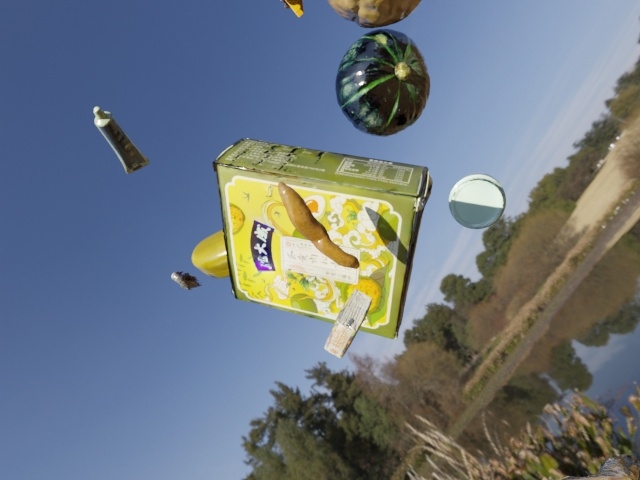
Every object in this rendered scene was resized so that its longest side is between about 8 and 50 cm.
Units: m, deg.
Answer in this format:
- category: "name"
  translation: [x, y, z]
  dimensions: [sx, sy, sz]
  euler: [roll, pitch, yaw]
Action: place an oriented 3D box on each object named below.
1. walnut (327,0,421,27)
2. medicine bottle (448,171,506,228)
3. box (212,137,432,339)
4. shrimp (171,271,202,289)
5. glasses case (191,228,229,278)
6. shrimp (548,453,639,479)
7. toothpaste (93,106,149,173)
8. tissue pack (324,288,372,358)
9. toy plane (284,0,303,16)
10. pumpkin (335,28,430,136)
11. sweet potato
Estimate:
- category: "walnut"
  translation: [0.100, -0.583, 0.879]
  dimensions: [0.285, 0.297, 0.285]
  euler: [-27, 0, 0]
- category: "medicine bottle"
  translation: [0.478, -0.126, 1.351]
  dimensions: [0.158, 0.158, 0.318]
  euler: [-59, -12, 20]
- category: "box"
  translation: [0.000, 0.000, 0.958]
  dimensions: [0.138, 0.419, 0.373]
  euler: [-60, -22, -49]
- category: "shrimp"
  translation: [-0.500, 0.155, 1.679]
  dimensions: [0.057, 0.065, 0.165]
  euler: [-57, -21, -8]
- category: "glasses case"
  translation: [-0.333, 0.027, 1.709]
  dimensions: [0.370, 0.174, 0.141]
  euler: [-22, -42, 19]
- category: "shrimp"
  translation: [0.575, 0.492, 0.926]
  dimensions: [0.169, 0.058, 0.295]
  euler: [-27, -29, 37]
- category: "toothpaste"
  translation: [-0.415, -0.205, 0.917]
  dimensions: [0.057, 0.035, 0.197]
  euler: [-31, -22, -11]
- category: "tissue pack"
  translation: [0.037, 0.115, 0.604]
  dimensions: [0.063, 0.034, 0.083]
  euler: [-56, -10, -40]
- category: "toy plane"
  translation: [0.000, -0.779, 1.216]
  dimensions: [0.316, 0.103, 0.204]
  euler: [-47, 3, 15]
- category: "pumpkin"
  translation: [0.192, -0.471, 1.323]
  dimensions: [0.315, 0.315, 0.238]
  euler: [-40, 13, -24]
- category: "sweet potato"
  translation: [-0.009, -0.016, 0.675]
  dimensions: [0.044, 0.179, 0.044]
  euler: [-39, 9, 8]
